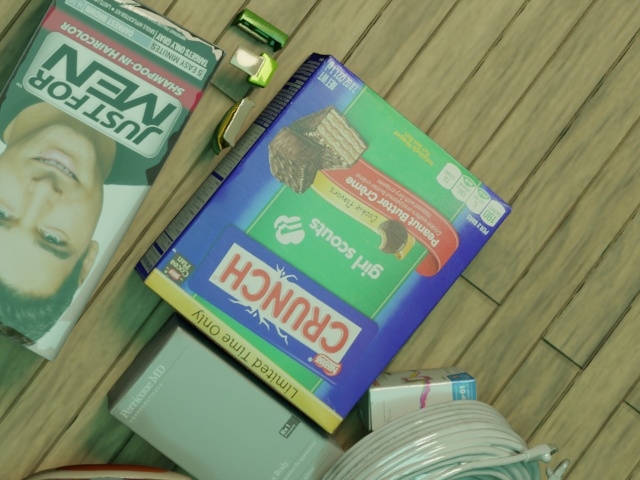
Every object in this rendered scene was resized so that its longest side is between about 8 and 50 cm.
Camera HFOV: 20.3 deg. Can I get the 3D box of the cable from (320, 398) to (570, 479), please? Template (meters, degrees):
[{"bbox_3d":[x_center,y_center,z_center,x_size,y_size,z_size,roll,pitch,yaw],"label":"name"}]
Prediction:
[{"bbox_3d":[0.111,0.282,1.942,0.257,0.089,0.257,9,127,-34],"label":"cable"}]

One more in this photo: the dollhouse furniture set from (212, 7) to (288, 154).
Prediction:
[{"bbox_3d":[-0.095,-0.171,1.935,0.059,0.076,0.151,30,80,-13],"label":"dollhouse furniture set"}]

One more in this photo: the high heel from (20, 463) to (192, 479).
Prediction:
[{"bbox_3d":[-0.316,0.339,1.918,0.377,0.127,0.181,-6,87,8],"label":"high heel"}]

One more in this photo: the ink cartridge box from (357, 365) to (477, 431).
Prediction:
[{"bbox_3d":[0.105,0.176,1.991,0.122,0.088,0.052,-6,96,-9],"label":"ink cartridge box"}]

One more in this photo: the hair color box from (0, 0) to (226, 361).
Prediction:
[{"bbox_3d":[-0.273,-0.082,1.895,0.185,0.113,0.374,29,91,-11],"label":"hair color box"}]

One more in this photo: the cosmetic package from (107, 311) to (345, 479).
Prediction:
[{"bbox_3d":[-0.105,0.200,1.954,0.238,0.107,0.127,36,92,-14],"label":"cosmetic package"}]

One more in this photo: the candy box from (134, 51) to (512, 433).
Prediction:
[{"bbox_3d":[0.000,0.000,1.941,0.268,0.122,0.317,39,90,-11],"label":"candy box"}]
